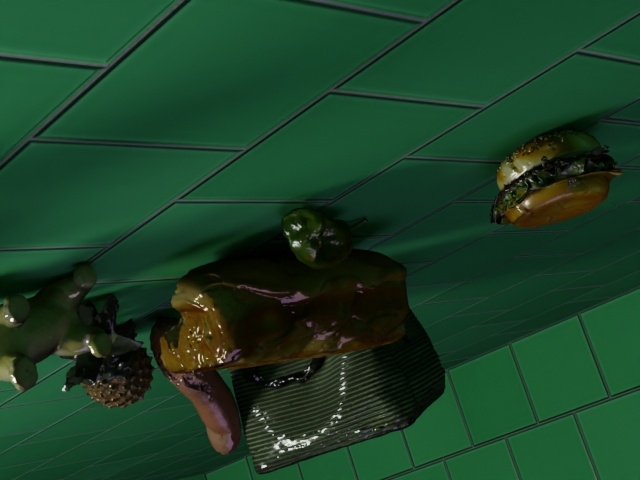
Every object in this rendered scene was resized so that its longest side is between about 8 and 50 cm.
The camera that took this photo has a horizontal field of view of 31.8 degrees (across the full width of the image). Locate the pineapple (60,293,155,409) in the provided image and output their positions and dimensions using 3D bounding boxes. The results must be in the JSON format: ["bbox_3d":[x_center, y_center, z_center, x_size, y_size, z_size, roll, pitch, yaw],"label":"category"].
[{"bbox_3d":[-0.295,0.162,1.577,0.130,0.119,0.277,1,163,1],"label":"pineapple"}]

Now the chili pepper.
[{"bbox_3d":[0.002,0.002,1.416,0.073,0.072,0.204,-13,171,17],"label":"chili pepper"}]

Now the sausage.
[{"bbox_3d":[-0.185,0.228,1.741,0.078,0.078,0.304,-20,132,7],"label":"sausage"}]

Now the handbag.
[{"bbox_3d":[0.013,0.211,1.835,0.340,0.240,0.247,-24,177,27],"label":"handbag"}]

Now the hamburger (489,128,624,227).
[{"bbox_3d":[0.292,-0.078,1.427,0.164,0.093,0.189,-12,163,-14],"label":"hamburger"}]

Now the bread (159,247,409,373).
[{"bbox_3d":[-0.046,0.086,1.507,0.344,0.149,0.195,-3,170,-39],"label":"bread"}]

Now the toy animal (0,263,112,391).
[{"bbox_3d":[-0.360,0.106,1.302,0.233,0.121,0.168,-19,-175,-37],"label":"toy animal"}]
